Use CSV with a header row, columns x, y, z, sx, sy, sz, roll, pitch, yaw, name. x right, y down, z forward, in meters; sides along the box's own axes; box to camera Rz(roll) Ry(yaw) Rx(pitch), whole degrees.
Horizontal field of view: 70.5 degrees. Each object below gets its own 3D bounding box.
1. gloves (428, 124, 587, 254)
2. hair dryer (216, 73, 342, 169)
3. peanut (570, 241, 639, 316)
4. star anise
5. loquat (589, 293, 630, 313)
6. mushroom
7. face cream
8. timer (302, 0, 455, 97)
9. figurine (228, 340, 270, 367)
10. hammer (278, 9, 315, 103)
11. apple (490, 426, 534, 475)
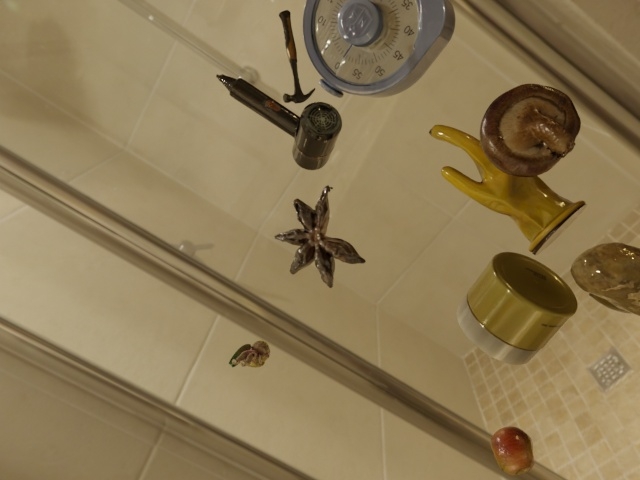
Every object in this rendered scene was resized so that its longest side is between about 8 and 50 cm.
x,y,z,sx,sy,sz,roll,pitch,yaw,name
0.311,-0.116,0.813,0.116,0.294,0.133,-50,-24,16,gloves
-0.115,-0.326,1.126,0.107,0.352,0.189,-57,1,-18,hair dryer
0.612,0.077,0.891,0.129,0.224,0.129,-63,-7,-14,peanut
-0.015,0.004,0.965,0.172,0.208,0.063,-26,-6,19,star anise
0.762,0.106,1.100,0.195,0.152,0.152,-12,37,33,loquat
0.271,-0.146,0.591,0.127,0.127,0.087,-59,-11,-7,mushroom
0.476,0.162,1.110,0.218,0.218,0.179,-73,4,-55,face cream
0.123,-0.556,1.205,0.395,0.395,0.173,-52,-11,28,timer
-0.199,0.338,1.304,0.083,0.083,0.187,-56,-12,7,figurine
-0.058,-0.404,0.998,0.021,0.078,0.201,-4,96,63,hammer
0.620,0.670,1.451,0.146,0.146,0.146,-55,11,15,apple
